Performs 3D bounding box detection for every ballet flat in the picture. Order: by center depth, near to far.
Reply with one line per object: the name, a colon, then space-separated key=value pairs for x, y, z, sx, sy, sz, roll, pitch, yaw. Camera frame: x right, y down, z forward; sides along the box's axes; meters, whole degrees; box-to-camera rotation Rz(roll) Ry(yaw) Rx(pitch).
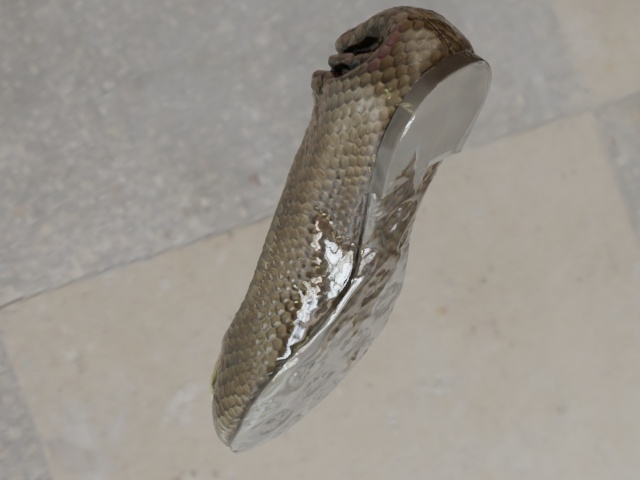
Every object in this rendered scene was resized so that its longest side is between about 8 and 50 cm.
ballet flat: x=0.000 y=0.000 z=0.713 sx=0.058 sy=0.250 sz=0.084 roll=43 pitch=48 yaw=20
